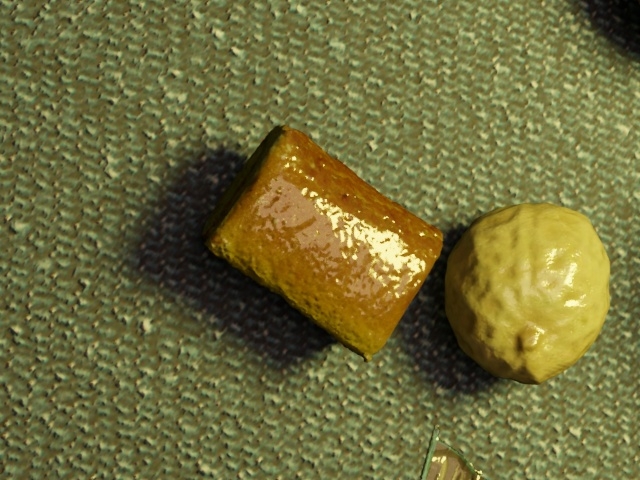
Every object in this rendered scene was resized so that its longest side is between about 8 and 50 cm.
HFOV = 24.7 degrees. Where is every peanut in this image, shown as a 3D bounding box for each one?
[{"bbox_3d":[0.177,0.044,1.245,0.141,0.109,0.159,-4,73,10],"label":"peanut"}]

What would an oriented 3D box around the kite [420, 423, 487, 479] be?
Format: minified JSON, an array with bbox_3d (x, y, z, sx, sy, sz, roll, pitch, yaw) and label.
[{"bbox_3d":[0.169,0.353,1.260,0.368,0.014,0.406,-29,93,-18],"label":"kite"}]

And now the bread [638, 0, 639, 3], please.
[{"bbox_3d":[0.390,-0.260,1.320,0.236,0.070,0.236,4,55,-6],"label":"bread"}]

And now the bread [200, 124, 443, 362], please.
[{"bbox_3d":[0.000,0.000,1.198,0.172,0.103,0.132,35,81,-11],"label":"bread"}]
